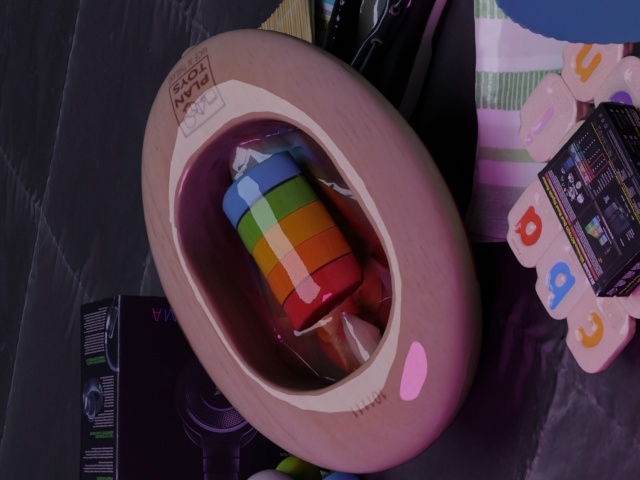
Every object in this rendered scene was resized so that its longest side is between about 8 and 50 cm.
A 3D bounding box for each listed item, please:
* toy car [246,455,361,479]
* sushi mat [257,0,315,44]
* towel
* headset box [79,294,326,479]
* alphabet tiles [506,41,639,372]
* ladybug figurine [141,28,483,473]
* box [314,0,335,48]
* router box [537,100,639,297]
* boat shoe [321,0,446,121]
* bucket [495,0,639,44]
[{"bbox_3d":[0.002,0.307,1.734,0.136,0.159,0.182,-8,77,29],"label":"toy car"},{"bbox_3d":[-0.032,-0.110,1.807,0.151,0.019,0.316,-39,50,56],"label":"sushi mat"},{"bbox_3d":[0.199,-0.156,1.478,0.248,0.038,0.325,3,89,63],"label":"towel"},{"bbox_3d":[-0.129,0.208,1.865,0.131,0.246,0.283,165,107,-63],"label":"headset box"},{"bbox_3d":[0.249,-0.041,1.333,0.278,0.021,0.284,-58,45,37],"label":"alphabet tiles"},{"bbox_3d":[0.000,0.000,1.591,0.305,0.162,0.449,-36,72,29],"label":"ladybug figurine"},{"bbox_3d":[0.021,-0.222,1.823,0.100,0.060,0.244,34,116,61],"label":"box"},{"bbox_3d":[0.226,-0.031,1.314,0.092,0.038,0.122,-51,49,41],"label":"router box"},{"bbox_3d":[0.060,-0.275,1.689,0.127,0.113,0.340,53,133,54],"label":"boat shoe"},{"bbox_3d":[0.218,-0.276,1.197,0.281,0.281,0.183,132,136,-52],"label":"bucket"}]
